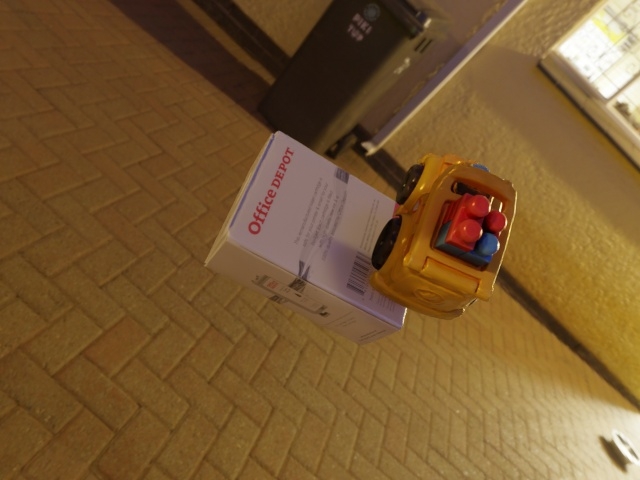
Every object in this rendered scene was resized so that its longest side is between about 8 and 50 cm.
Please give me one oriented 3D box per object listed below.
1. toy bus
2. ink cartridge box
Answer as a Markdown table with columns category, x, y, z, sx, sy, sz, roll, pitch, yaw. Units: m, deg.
| category | x | y | z | sx | sy | sz | roll | pitch | yaw |
| --- | --- | --- | --- | --- | --- | --- | --- | --- | --- |
| toy bus | 0.175 | -0.026 | 0.686 | 0.150 | 0.211 | 0.220 | 23 | 73 | -2 |
| ink cartridge box | 0.000 | 0.000 | 0.815 | 0.283 | 0.117 | 0.207 | 29 | 57 | -15 |
